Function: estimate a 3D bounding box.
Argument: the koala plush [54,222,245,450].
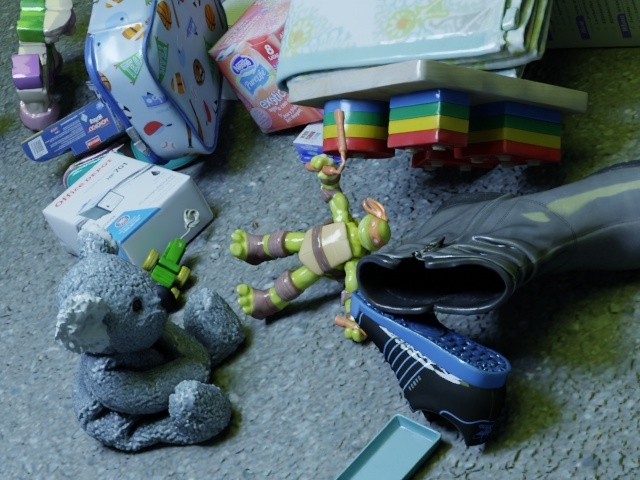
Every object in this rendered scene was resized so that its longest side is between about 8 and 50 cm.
[{"bbox_3d":[-0.222,0.105,1.535,0.203,0.221,0.196,-15,37,16],"label":"koala plush"}]

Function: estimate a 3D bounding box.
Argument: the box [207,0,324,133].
[{"bbox_3d":[0.000,-0.308,1.950,0.142,0.154,0.300,-9,34,46],"label":"box"}]

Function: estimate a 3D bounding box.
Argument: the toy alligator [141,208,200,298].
[{"bbox_3d":[-0.199,0.037,1.758,0.051,0.056,0.189,-51,13,45],"label":"toy alligator"}]

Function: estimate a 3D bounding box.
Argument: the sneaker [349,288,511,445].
[{"bbox_3d":[0.100,0.126,1.412,0.081,0.090,0.232,-1,21,-34],"label":"sneaker"}]

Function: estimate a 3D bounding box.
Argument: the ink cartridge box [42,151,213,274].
[{"bbox_3d":[-0.262,-0.034,1.859,0.191,0.082,0.139,19,55,44],"label":"ink cartridge box"}]

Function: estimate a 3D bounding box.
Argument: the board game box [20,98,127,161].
[{"bbox_3d":[-0.311,-0.175,2.047,0.194,0.060,0.194,-22,3,38],"label":"board game box"}]

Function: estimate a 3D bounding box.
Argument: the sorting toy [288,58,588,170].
[{"bbox_3d":[0.134,-0.137,1.624,0.255,0.257,0.089,-1,84,55],"label":"sorting toy"}]

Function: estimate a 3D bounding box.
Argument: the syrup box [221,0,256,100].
[{"bbox_3d":[-0.104,-0.326,2.118,0.096,0.093,0.237,14,52,42],"label":"syrup box"}]

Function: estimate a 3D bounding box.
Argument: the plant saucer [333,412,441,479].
[{"bbox_3d":[0.040,0.251,1.361,0.192,0.018,0.067,-43,38,-23],"label":"plant saucer"}]

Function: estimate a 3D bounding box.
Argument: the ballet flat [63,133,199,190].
[{"bbox_3d":[-0.268,-0.123,1.992,0.221,0.077,0.079,-23,16,6],"label":"ballet flat"}]

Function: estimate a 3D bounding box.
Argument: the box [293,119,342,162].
[{"bbox_3d":[0.025,-0.154,1.876,0.081,0.028,0.136,10,46,40],"label":"box"}]

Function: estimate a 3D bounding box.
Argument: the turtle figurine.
[{"bbox_3d":[0.000,0.000,1.589,0.217,0.269,0.087,-18,-7,32],"label":"turtle figurine"}]

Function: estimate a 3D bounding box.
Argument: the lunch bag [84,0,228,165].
[{"bbox_3d":[-0.215,-0.257,1.880,0.115,0.243,0.303,-11,50,19],"label":"lunch bag"}]

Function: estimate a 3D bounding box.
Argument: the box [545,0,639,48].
[{"bbox_3d":[0.329,-0.371,1.797,0.243,0.213,0.117,3,45,36],"label":"box"}]

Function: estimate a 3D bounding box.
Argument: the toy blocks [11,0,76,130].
[{"bbox_3d":[-0.441,-0.312,2.245,0.309,0.260,0.288,0,68,-3],"label":"toy blocks"}]

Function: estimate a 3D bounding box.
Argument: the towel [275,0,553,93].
[{"bbox_3d":[0.127,-0.338,1.717,0.374,0.090,0.320,0,67,35],"label":"towel"}]

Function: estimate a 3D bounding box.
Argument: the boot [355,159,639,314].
[{"bbox_3d":[0.224,0.014,1.397,0.338,0.118,0.223,-12,11,31],"label":"boot"}]
